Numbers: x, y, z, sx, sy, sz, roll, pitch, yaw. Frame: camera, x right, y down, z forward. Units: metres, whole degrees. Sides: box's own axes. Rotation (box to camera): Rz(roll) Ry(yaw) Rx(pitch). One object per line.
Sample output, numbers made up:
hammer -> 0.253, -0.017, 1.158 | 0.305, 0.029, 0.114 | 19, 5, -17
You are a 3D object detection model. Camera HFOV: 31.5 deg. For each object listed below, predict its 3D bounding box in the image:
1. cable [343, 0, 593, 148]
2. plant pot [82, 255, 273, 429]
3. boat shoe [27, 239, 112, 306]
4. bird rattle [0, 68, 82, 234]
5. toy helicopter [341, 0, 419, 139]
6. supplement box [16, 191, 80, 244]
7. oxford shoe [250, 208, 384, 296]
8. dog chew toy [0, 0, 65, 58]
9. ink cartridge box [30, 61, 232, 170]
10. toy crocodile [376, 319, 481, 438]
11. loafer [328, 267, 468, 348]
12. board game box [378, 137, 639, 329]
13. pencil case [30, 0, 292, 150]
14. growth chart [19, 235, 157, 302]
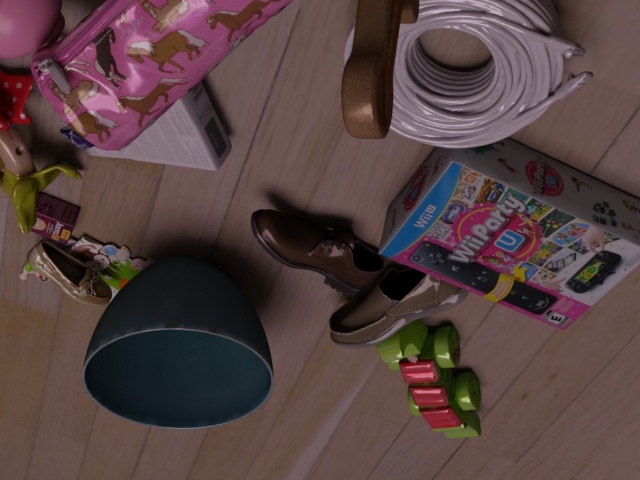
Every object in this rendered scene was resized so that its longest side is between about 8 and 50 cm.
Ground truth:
cable -> 0.161, -0.223, 1.355 | 0.257, 0.089, 0.257 | 31, 138, -18
plant pot -> -0.219, 0.140, 1.785 | 0.290, 0.195, 0.290 | -1, 142, -1
boat shoe -> -0.397, 0.053, 1.830 | 0.153, 0.056, 0.048 | 38, 138, -17
bird rattle -> -0.472, -0.132, 1.617 | 0.206, 0.143, 0.253 | 4, 139, 37
toy helicopter -> 0.063, -0.269, 1.118 | 0.140, 0.355, 0.235 | 2, 156, 14
supplement box -> -0.424, -0.037, 1.771 | 0.083, 0.043, 0.055 | 21, 138, -10
oxford shoe -> 0.000, 0.000, 1.673 | 0.227, 0.083, 0.096 | 24, 138, -31
dog chew toy -> -0.451, -0.327, 1.328 | 0.331, 0.207, 0.206 | 31, 138, -31
ink cartridge box -> -0.255, -0.188, 1.557 | 0.232, 0.066, 0.189 | 12, 145, 32
toy crocodile -> 0.184, 0.236, 1.872 | 0.115, 0.105, 0.341 | -7, 137, 23
loafer -> 0.106, 0.084, 1.734 | 0.251, 0.094, 0.087 | -28, 125, 27
board game box -> 0.265, -0.016, 1.564 | 0.303, 0.098, 0.224 | 23, 139, -10
pencil case -> -0.164, -0.262, 1.301 | 0.386, 0.167, 0.160 | -35, 105, 28
growth chart -> -0.369, 0.052, 1.880 | 0.237, 0.021, 0.172 | 22, 139, -11
